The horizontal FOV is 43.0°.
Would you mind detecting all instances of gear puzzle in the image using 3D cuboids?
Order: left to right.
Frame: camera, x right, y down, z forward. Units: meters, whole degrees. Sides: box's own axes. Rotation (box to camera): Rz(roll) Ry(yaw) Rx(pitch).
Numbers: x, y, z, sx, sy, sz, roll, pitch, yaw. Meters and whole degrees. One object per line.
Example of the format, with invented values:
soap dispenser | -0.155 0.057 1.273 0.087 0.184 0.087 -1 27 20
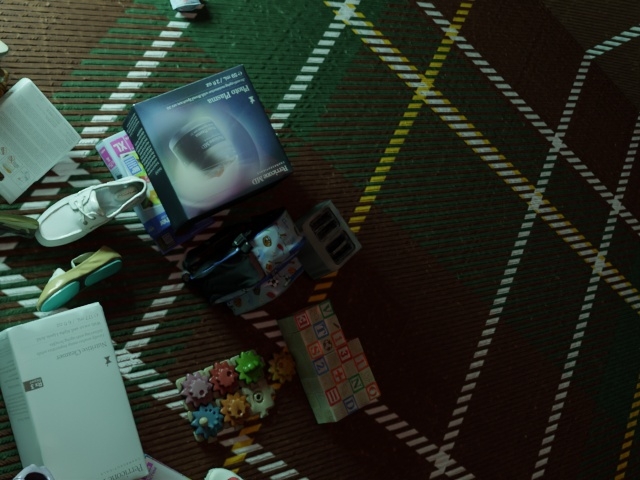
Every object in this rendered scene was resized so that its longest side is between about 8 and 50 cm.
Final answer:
gear puzzle | -0.186 0.369 2.031 0.339 0.044 0.176 -18 87 -38

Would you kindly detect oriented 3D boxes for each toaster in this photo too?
toaster | 0.000 0.000 2.235 0.185 0.110 0.168 -41 100 -36

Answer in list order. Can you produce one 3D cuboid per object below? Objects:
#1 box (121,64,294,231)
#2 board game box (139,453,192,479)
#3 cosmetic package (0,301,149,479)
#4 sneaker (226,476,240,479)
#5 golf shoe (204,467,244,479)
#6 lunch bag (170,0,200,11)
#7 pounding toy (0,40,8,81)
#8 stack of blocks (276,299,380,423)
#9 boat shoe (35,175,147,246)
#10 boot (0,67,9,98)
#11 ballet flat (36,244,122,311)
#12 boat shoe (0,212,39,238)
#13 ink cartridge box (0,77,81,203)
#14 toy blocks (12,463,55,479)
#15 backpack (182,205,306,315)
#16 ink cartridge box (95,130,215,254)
box | -0.268 -0.220 1.952 0.296 0.182 0.294 -27 93 -23
board game box | -0.329 0.661 1.828 0.316 0.064 0.242 37 58 -22
cosmetic package | -0.532 0.352 1.717 0.217 0.156 0.385 -17 85 -40
sneaker | -0.276 0.574 1.797 0.221 0.087 0.128 -42 103 -38
golf shoe | -0.190 0.594 1.936 0.176 0.086 0.069 34 61 -21
lunch bag | -0.377 -0.659 2.197 0.083 0.053 0.071 -24 93 -48
pounding toy | -0.787 -0.454 1.744 0.154 0.155 0.269 -20 53 -45
stack of blocks | 0.024 0.315 2.171 0.171 0.087 0.297 -22 90 -38
boat shoe | -0.524 -0.078 1.861 0.277 0.096 0.098 -32 96 -22
boot | -0.796 -0.348 1.794 0.197 0.073 0.152 29 59 -35
ballet flat | -0.558 0.084 1.844 0.073 0.080 0.232 42 48 16
boat shoe | -0.697 -0.033 1.778 0.152 0.056 0.049 11 103 -27
ink cartridge box | -0.680 -0.223 1.828 0.225 0.056 0.181 -48 126 -17
toy blocks | -0.671 0.480 1.525 0.288 0.309 0.260 19 23 -22
backpack | -0.158 0.044 2.024 0.213 0.276 0.263 54 46 -16
ink cartridge box | -0.396 -0.142 2.025 0.185 0.065 0.311 -34 99 -37
